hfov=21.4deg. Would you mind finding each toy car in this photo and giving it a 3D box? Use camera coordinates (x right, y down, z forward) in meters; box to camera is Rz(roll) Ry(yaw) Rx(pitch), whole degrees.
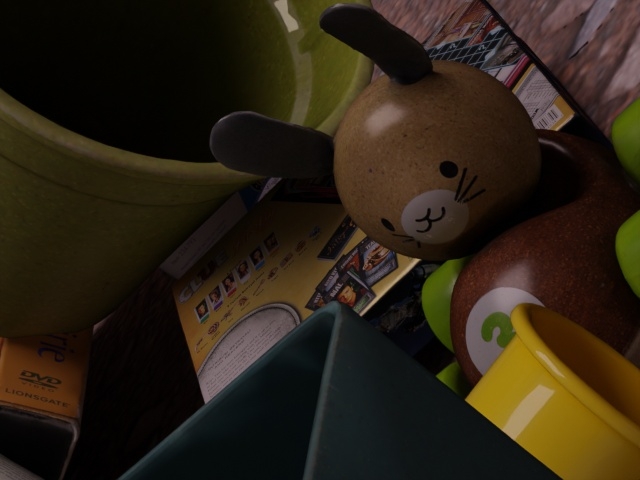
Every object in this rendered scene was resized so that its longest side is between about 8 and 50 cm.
[{"bbox_3d":[0.054,-0.018,0.704,0.155,0.188,0.149,-43,23,33],"label":"toy car"}]

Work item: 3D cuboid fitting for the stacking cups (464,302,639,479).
[{"bbox_3d":[0.012,0.169,0.640,0.316,0.096,0.096,-51,20,13],"label":"stacking cups"}]

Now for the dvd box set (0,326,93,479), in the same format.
[{"bbox_3d":[-0.227,0.125,1.213,0.420,0.062,0.308,-95,26,-61],"label":"dvd box set"}]

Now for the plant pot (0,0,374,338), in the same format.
[{"bbox_3d":[-0.145,-0.080,0.980,0.254,0.276,0.276,-52,16,48],"label":"plant pot"}]

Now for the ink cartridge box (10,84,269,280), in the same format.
[{"bbox_3d":[-0.128,-0.079,1.172,0.134,0.231,0.078,-48,20,21],"label":"ink cartridge box"}]

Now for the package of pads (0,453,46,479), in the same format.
[{"bbox_3d":[-0.222,0.253,0.884,0.296,0.229,0.101,-60,-21,-10],"label":"package of pads"}]

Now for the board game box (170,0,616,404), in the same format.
[{"bbox_3d":[0.030,-0.005,0.887,0.243,0.042,0.165,-44,30,12],"label":"board game box"}]

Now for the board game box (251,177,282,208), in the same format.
[{"bbox_3d":[0.000,0.000,1.039,0.201,0.035,0.136,-19,41,59],"label":"board game box"}]

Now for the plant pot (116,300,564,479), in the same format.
[{"bbox_3d":[0.034,0.170,0.378,0.165,0.234,0.166,-42,23,36],"label":"plant pot"}]
